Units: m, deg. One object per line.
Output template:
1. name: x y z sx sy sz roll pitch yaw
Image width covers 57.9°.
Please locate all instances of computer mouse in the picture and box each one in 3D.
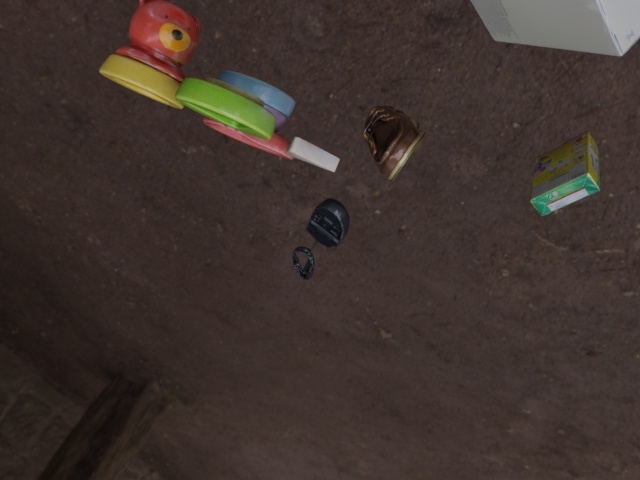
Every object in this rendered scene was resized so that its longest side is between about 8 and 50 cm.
1. computer mouse: 0.000 0.000 1.052 0.071 0.041 0.242 40 145 6

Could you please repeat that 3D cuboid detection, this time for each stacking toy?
1. stacking toy: -0.115 -0.223 0.829 0.279 0.130 0.309 24 -177 41

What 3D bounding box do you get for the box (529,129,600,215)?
1. box: 0.424 -0.122 1.002 0.105 0.179 0.043 -29 111 38

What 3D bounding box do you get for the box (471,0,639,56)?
1. box: 0.351 -0.358 0.859 0.113 0.094 0.275 44 180 -33

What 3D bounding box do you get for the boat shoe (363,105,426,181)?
1. boat shoe: 0.074 -0.114 0.641 0.060 0.178 0.064 33 110 -7
